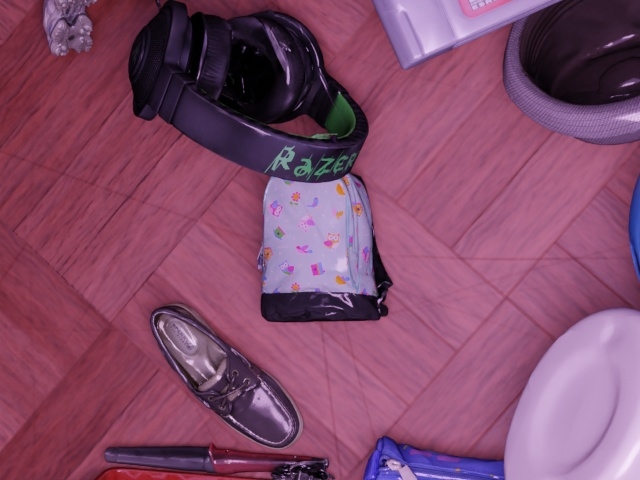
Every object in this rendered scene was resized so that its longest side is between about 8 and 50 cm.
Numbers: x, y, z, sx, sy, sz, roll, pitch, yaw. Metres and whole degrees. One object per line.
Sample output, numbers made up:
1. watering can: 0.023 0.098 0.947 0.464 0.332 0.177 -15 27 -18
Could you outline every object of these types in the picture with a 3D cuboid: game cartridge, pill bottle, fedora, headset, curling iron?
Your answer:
1. game cartridge: 0.179 -0.322 1.217 0.294 0.060 0.196 -24 88 3
2. pill bottle: 0.394 0.242 1.144 0.392 0.224 0.224 27 93 -16
3. fedora: 0.335 -0.198 1.261 0.275 0.124 0.244 -33 52 8
4. headset: -0.102 -0.214 1.304 0.394 0.243 0.185 43 120 33
5. curling iron: -0.118 0.253 1.376 0.274 0.068 0.035 4 85 13

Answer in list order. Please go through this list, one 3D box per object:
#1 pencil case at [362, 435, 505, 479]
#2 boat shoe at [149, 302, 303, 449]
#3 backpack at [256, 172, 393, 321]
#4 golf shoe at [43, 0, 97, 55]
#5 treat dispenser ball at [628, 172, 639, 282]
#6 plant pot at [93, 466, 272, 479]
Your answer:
1. pencil case: 0.185 0.288 1.286 0.306 0.133 0.119 9 56 9
2. boat shoe: -0.116 0.159 1.372 0.223 0.073 0.080 44 95 9
3. backpack: 0.000 0.000 1.339 0.152 0.115 0.182 -1 85 13
4. golf shoe: -0.295 -0.299 1.390 0.086 0.069 0.176 60 141 24
5. treat dispenser ball: 0.450 -0.014 1.171 0.288 0.288 0.288 0 87 10
6. plant pot: -0.148 0.410 1.286 0.267 0.267 0.236 3 100 10
